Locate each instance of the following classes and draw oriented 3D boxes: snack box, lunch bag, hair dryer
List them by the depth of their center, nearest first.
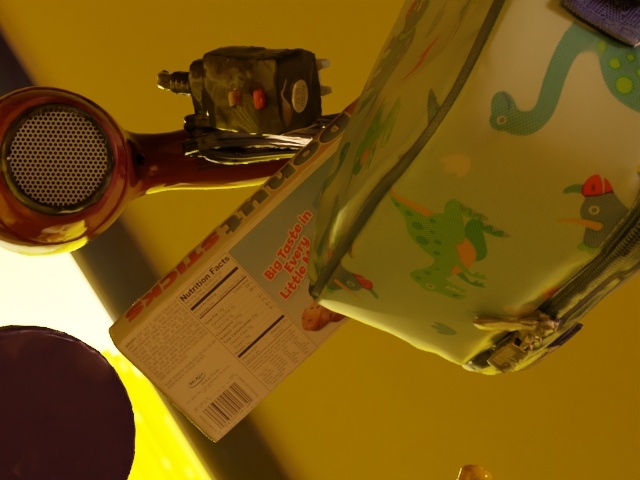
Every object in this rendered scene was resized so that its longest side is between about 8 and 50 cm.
[{"bbox_3d":[0.080,-0.073,0.510,0.219,0.090,0.176,-67,5,-28],"label":"lunch bag"},{"bbox_3d":[0.000,0.000,0.659,0.178,0.064,0.022,-43,24,0],"label":"snack box"},{"bbox_3d":[-0.069,-0.028,0.788,0.294,0.080,0.224,-4,-8,34],"label":"hair dryer"}]

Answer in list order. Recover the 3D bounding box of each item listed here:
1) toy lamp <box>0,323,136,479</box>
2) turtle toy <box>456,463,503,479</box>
[{"bbox_3d":[-0.160,0.027,0.515,0.080,0.080,0.275,-26,25,-29],"label":"toy lamp"},{"bbox_3d":[0.126,0.218,1.147,0.066,0.130,0.095,11,-85,-61],"label":"turtle toy"}]
